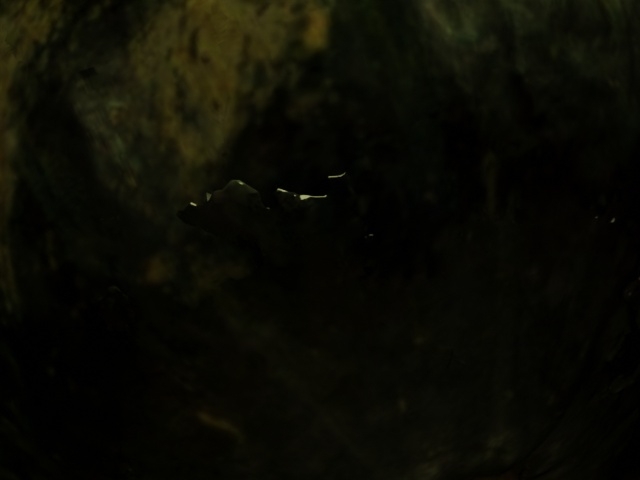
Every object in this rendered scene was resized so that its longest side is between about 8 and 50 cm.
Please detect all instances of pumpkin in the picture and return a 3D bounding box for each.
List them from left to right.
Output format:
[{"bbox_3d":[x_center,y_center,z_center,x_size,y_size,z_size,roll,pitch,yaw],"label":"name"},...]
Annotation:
[{"bbox_3d":[0.000,0.000,0.912,0.454,0.454,0.344,1,44,-26],"label":"pumpkin"}]
